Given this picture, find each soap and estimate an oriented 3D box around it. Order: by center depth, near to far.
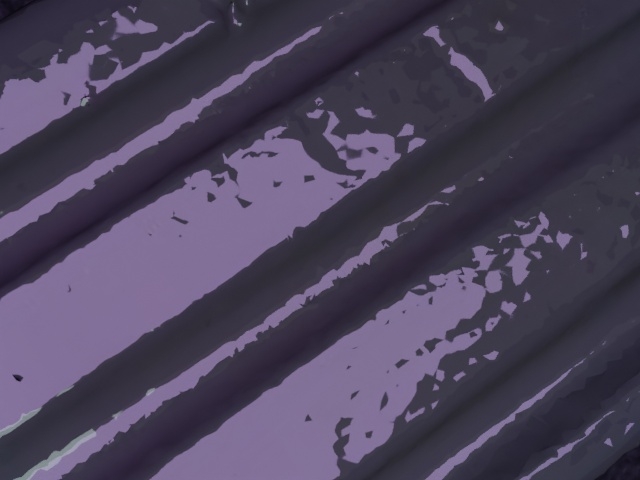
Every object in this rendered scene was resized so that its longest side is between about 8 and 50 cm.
[{"bbox_3d":[0.000,0.000,0.517,0.435,0.213,0.350,-37,90,-10],"label":"soap"}]
